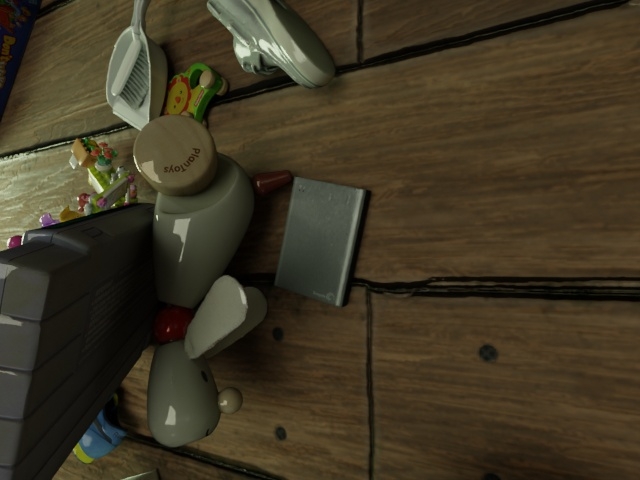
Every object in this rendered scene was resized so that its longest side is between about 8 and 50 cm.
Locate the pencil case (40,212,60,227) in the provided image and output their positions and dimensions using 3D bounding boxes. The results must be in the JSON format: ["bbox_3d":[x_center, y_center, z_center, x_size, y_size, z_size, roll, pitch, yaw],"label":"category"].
[{"bbox_3d":[-0.381,0.063,0.657,0.086,0.088,0.206,-21,79,25],"label":"pencil case"}]

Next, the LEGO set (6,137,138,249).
[{"bbox_3d":[-0.309,-0.075,0.574,0.287,0.132,0.107,-101,26,-45],"label":"LEGO set"}]

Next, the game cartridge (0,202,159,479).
[{"bbox_3d":[-0.242,0.082,0.452,0.068,0.355,0.231,11,99,-7],"label":"game cartridge"}]

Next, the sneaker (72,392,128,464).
[{"bbox_3d":[-0.372,0.245,0.674,0.082,0.069,0.209,-35,61,-10],"label":"sneaker"}]

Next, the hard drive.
[{"bbox_3d":[0.000,0.000,0.486,0.094,0.022,0.135,14,97,28],"label":"hard drive"}]

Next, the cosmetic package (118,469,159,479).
[{"bbox_3d":[-0.270,0.508,0.557,0.113,0.160,0.310,-29,76,26],"label":"cosmetic package"}]

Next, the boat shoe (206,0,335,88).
[{"bbox_3d":[-0.066,-0.242,0.498,0.081,0.079,0.228,-49,64,30],"label":"boat shoe"}]

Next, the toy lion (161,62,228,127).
[{"bbox_3d":[-0.185,-0.204,0.585,0.096,0.034,0.100,46,110,29],"label":"toy lion"}]

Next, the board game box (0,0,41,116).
[{"bbox_3d":[-0.711,-0.389,0.841,0.233,0.078,0.347,41,108,22],"label":"board game box"}]

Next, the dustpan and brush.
[{"bbox_3d":[-0.263,-0.276,0.601,0.147,0.060,0.211,33,101,34],"label":"dustpan and brush"}]

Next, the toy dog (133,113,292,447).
[{"bbox_3d":[-0.106,0.032,0.470,0.160,0.220,0.335,-3,96,-3],"label":"toy dog"}]
